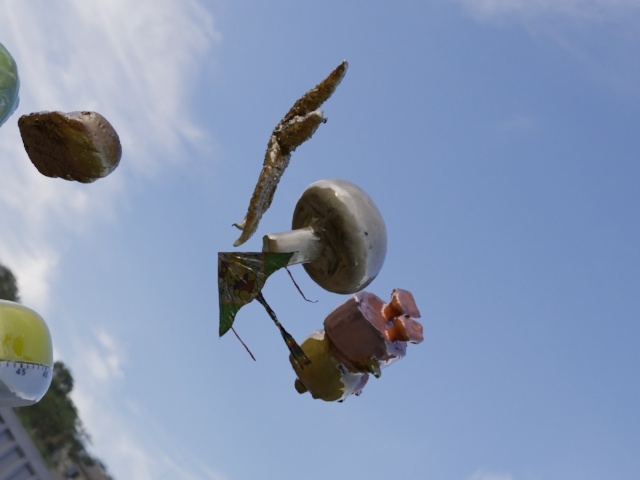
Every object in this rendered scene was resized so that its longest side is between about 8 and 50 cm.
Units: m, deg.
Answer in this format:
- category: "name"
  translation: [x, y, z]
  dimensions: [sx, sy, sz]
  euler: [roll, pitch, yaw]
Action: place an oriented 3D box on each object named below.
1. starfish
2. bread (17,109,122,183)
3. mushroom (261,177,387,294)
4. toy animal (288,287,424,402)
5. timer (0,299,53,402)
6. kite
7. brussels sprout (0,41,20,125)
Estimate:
- category: "starfish"
  translation: [-0.050, -0.148, 1.378]
  dimensions: [0.060, 0.299, 0.302]
  euler: [32, -43, -5]
- category: "bread"
  translation: [-0.405, -0.153, 1.420]
  dimensions: [0.344, 0.084, 0.124]
  euler: [9, -55, 56]
- category: "mushroom"
  translation: [0.000, 0.000, 1.555]
  dimensions: [0.207, 0.215, 0.207]
  euler: [39, -44, 53]
- category: "toy animal"
  translation: [0.054, 0.210, 1.719]
  dimensions: [0.169, 0.195, 0.281]
  euler: [31, -62, -20]
- category: "timer"
  translation: [-0.638, 0.176, 1.712]
  dimensions: [0.285, 0.285, 0.285]
  euler: [37, -35, 32]
- category: "kite"
  translation: [-0.087, 0.102, 1.454]
  dimensions: [0.244, 0.198, 0.006]
  euler: [49, 12, 17]
- category: "brussels sprout"
  translation: [-0.719, -0.306, 1.820]
  dimensions: [0.244, 0.244, 0.244]
  euler: [37, -35, 32]
